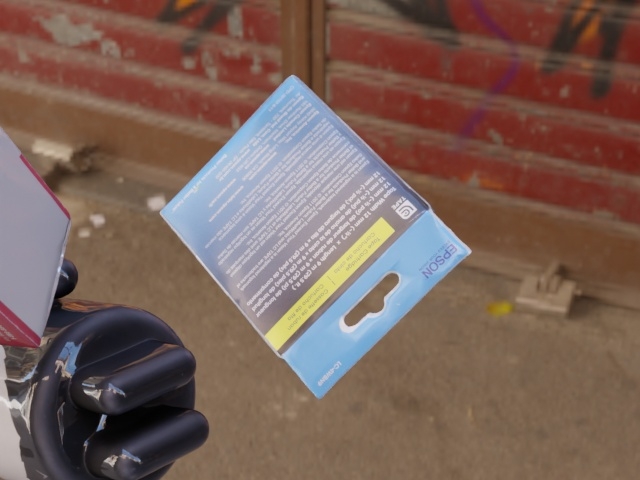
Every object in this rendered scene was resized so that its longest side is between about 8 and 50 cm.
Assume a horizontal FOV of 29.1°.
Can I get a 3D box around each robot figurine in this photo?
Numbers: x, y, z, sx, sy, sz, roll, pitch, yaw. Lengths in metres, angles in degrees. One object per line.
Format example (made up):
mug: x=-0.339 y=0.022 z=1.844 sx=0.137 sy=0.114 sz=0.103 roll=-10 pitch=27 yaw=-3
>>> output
robot figurine: x=-0.225 y=0.136 z=1.080 sx=0.278 sy=0.173 sz=0.209 roll=3 pitch=69 yaw=44

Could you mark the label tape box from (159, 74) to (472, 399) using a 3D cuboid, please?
label tape box: x=0.000 y=0.000 z=1.513 sx=0.249 sy=0.115 sz=0.348 roll=-46 pitch=61 yaw=4

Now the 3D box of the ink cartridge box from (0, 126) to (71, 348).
ink cartridge box: x=-0.349 y=-0.019 z=0.866 sx=0.283 sy=0.207 sz=0.117 roll=3 pitch=67 yaw=12
